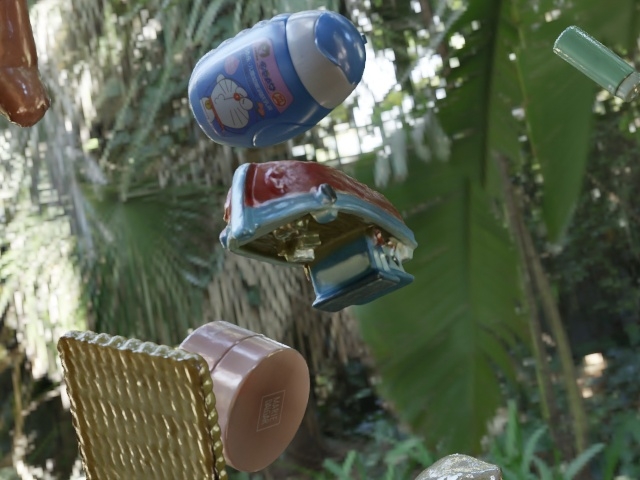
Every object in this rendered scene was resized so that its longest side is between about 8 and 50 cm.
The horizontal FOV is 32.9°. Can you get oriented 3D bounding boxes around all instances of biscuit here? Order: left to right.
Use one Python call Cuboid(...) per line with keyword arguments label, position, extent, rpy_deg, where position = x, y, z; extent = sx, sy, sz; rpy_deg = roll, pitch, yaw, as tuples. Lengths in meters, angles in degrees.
Cuboid(label="biscuit", position=(-0.162, 0.209, 1.045), extent=(0.172, 0.254, 0.029), rpy_deg=(7, 26, 27))

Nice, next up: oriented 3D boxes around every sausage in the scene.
Cuboid(label="sausage", position=(-0.345, -0.269, 1.149), extent=(0.078, 0.304, 0.078), rpy_deg=(-10, 6, 1))

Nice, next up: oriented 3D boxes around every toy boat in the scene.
Cuboid(label="toy boat", position=(0.000, 0.000, 0.601), extent=(0.069, 0.058, 0.173), rpy_deg=(-25, -23, 23))

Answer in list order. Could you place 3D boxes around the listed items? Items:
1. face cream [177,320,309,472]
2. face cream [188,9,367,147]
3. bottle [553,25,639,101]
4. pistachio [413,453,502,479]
Cuboid(label="face cream", position=(-0.096, 0.176, 1.232), extent=(0.104, 0.149, 0.149), rpy_deg=(18, 9, 33))
Cuboid(label="face cream", position=(-0.049, -0.203, 1.354), extent=(0.264, 0.149, 0.083), rpy_deg=(-18, 10, 41))
Cuboid(label="bottle", position=(0.246, -0.156, 0.955), extent=(0.030, 0.083, 0.030), rpy_deg=(-38, -24, -21))
Cuboid(label="pistachio", position=(0.142, 0.303, 1.107), extent=(0.138, 0.153, 0.238), rpy_deg=(23, -50, -8))
